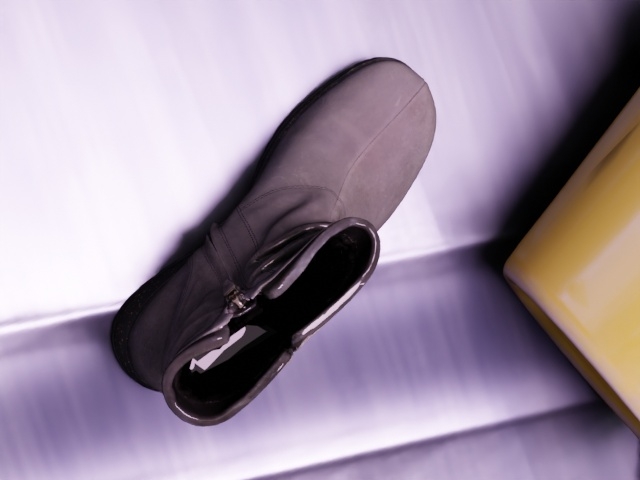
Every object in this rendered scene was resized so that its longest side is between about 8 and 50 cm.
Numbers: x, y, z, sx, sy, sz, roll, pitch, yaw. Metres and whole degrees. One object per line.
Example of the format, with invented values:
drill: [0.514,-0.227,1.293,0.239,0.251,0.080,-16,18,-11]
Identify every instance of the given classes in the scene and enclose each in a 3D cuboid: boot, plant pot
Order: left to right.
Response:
boot: [0.000,0.000,0.843,0.083,0.161,0.246,46,77,-16]
plant pot: [0.243,0.000,0.904,0.239,0.254,0.254,-41,104,2]
